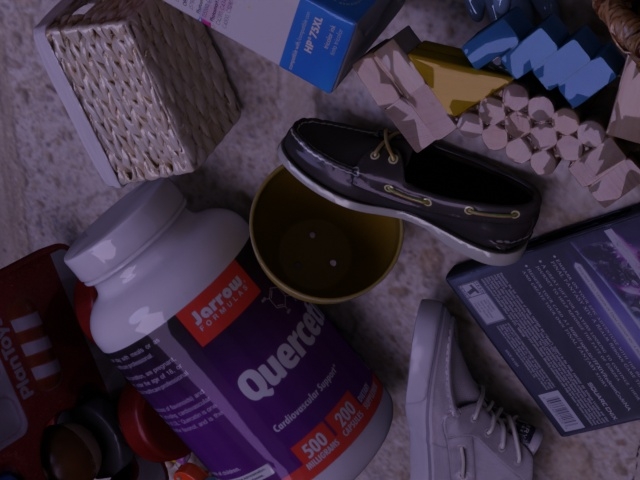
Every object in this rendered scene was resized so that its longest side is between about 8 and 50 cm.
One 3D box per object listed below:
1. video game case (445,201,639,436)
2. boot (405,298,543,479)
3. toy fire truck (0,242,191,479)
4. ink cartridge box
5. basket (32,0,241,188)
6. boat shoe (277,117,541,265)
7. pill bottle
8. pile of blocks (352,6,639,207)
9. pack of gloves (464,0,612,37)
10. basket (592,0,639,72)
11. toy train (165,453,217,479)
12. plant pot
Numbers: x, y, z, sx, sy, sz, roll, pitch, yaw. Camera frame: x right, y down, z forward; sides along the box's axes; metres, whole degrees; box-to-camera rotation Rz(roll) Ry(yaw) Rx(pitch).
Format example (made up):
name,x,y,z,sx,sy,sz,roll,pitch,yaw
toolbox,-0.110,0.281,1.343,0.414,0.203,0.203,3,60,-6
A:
name,x,y,z,sx,sy,sz,roll,pitch,yaw
video game case,0.263,0.067,1.378,0.274,0.026,0.196,-21,113,43
boot,0.147,0.162,1.509,0.123,0.095,0.258,5,132,12
toy fire truck,-0.273,0.160,1.629,0.169,0.254,0.302,-12,103,41
ink cartridge box,-0.052,-0.228,1.248,0.231,0.134,0.078,30,138,7
basket,-0.154,-0.143,1.412,0.103,0.113,0.167,-3,124,31
boat shoe,0.075,-0.057,1.359,0.227,0.081,0.069,23,134,6
pill bottle,-0.090,0.098,1.527,0.181,0.181,0.323,-25,110,45
pile of blocks,0.212,-0.109,1.207,0.362,0.112,0.149,20,117,12
pack of gloves,0.162,-0.236,1.163,0.195,0.046,0.232,1,127,34
basket,0.279,-0.175,0.931,0.223,0.213,0.299,55,167,-24
toy train,-0.126,0.228,1.773,0.125,0.046,0.166,39,141,-4
plant pot,0.000,0.000,1.437,0.134,0.134,0.095,35,163,3
